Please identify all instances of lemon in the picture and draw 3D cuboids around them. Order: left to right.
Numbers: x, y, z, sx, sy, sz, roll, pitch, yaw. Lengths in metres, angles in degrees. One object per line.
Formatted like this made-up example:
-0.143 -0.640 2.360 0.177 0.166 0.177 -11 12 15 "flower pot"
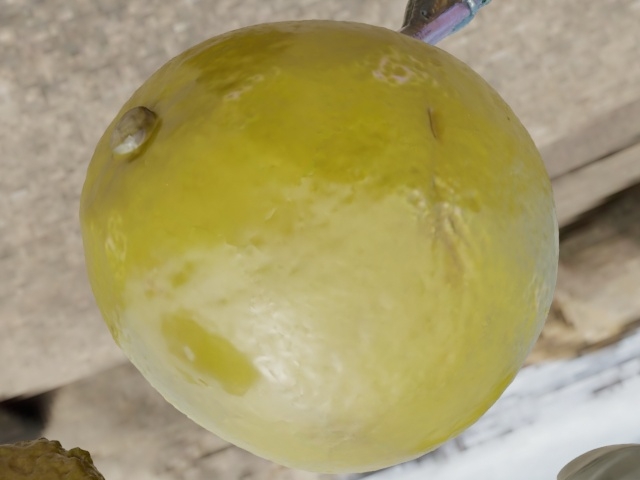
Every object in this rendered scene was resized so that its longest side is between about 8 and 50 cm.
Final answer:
0.000 0.000 1.252 0.348 0.348 0.348 -20 167 -5 "lemon"

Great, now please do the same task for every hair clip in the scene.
0.079 -0.206 1.865 0.110 0.095 0.358 3 -149 27 "hair clip"

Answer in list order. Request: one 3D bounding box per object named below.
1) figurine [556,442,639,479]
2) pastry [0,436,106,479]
0.232 0.280 1.464 0.236 0.176 0.133 -58 -165 3 "figurine"
-0.198 0.217 1.096 0.189 0.189 0.103 -19 124 -11 "pastry"
